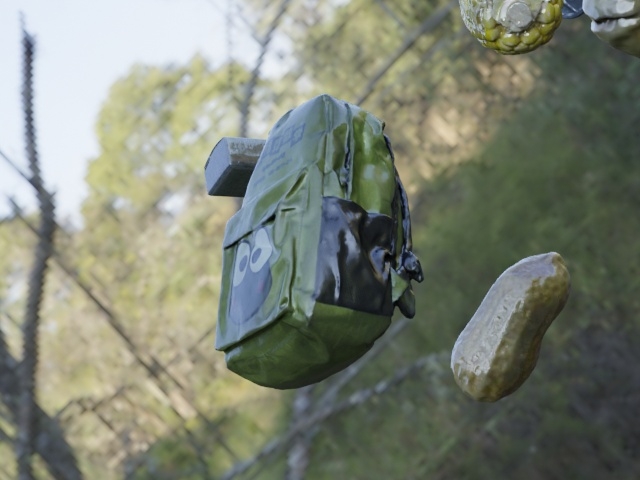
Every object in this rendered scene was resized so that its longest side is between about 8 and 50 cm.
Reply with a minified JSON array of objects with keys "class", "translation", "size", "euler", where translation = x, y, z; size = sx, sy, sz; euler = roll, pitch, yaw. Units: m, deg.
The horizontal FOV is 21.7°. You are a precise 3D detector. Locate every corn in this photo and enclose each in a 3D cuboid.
[{"class":"corn","translation":[0.128,-0.169,1.155],"size":[0.067,0.067,0.206],"euler":[-45,11,11]}]

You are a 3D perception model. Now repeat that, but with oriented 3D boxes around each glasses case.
[{"class":"glasses case","translation":[-0.027,-0.082,1.925],"size":[0.205,0.047,0.071],"euler":[1,-31,-28]}]

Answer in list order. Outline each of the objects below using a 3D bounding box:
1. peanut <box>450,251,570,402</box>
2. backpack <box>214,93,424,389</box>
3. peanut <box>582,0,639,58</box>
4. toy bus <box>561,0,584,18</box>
[{"class":"peanut","translation":[0.271,0.120,2.343],"size":[0.236,0.120,0.110],"euler":[-57,19,-5]},{"class":"backpack","translation":[0.000,0.000,1.484],"size":[0.207,0.140,0.253],"euler":[-33,46,56]},{"class":"peanut","translation":[0.347,-0.223,1.311],"size":[0.290,0.130,0.130],"euler":[-18,1,6]},{"class":"toy bus","translation":[0.215,-0.301,1.677],"size":[0.077,0.174,0.079],"euler":[-43,-12,-44]}]
